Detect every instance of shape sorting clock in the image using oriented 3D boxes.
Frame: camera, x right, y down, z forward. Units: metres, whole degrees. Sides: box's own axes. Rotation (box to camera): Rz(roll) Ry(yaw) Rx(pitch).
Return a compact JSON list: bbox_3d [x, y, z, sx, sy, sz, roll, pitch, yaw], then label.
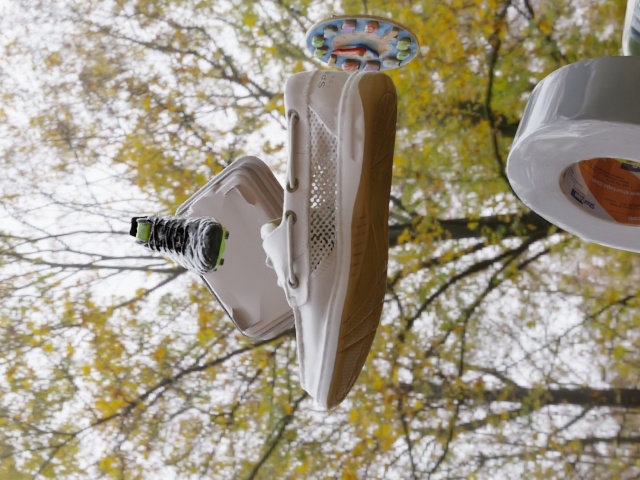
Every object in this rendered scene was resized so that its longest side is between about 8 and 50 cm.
[{"bbox_3d":[0.074,-0.350,1.453,0.206,0.206,0.040,15,-103,-47],"label":"shape sorting clock"}]

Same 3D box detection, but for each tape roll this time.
[{"bbox_3d":[0.289,-0.072,0.749,0.219,0.219,0.072,42,-117,-37],"label":"tape roll"}]

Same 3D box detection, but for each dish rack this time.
[{"bbox_3d":[-0.143,0.031,1.589,0.333,0.285,0.072,55,-146,0],"label":"dish rack"}]

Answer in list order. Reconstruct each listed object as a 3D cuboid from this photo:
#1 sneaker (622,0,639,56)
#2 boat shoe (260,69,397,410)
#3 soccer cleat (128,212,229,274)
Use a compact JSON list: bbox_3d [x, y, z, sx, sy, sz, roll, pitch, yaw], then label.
[{"bbox_3d":[0.465,-0.297,1.102,0.064,0.086,0.192,-14,-64,-10],"label":"sneaker"},{"bbox_3d":[0.000,0.000,0.654,0.098,0.096,0.277,-29,-53,-65],"label":"boat shoe"},{"bbox_3d":[-0.151,0.000,0.842,0.072,0.179,0.060,10,-90,-29],"label":"soccer cleat"}]
